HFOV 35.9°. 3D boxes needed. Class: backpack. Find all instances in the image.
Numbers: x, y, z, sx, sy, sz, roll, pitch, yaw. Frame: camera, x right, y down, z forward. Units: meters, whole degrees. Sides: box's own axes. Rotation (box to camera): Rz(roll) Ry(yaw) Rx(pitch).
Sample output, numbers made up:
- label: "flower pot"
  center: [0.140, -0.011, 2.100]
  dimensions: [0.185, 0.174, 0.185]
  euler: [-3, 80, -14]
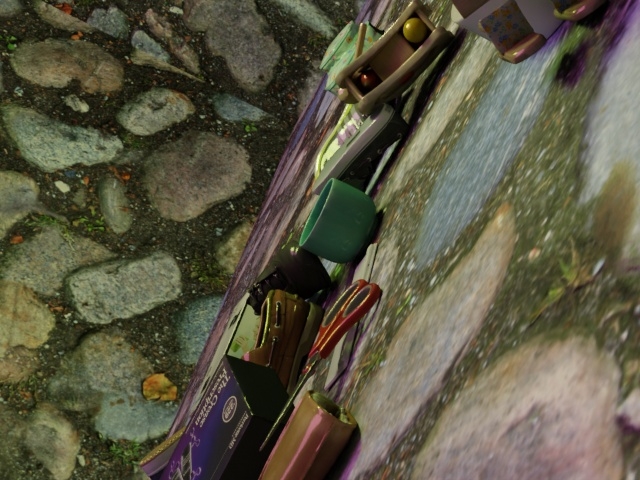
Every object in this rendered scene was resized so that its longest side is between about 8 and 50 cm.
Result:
- label: "backpack"
  center: [0.081, -0.453, 2.519]
  dimensions: [0.166, 0.144, 0.188]
  euler: [-39, 29, 59]

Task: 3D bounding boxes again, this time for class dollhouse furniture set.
- label: "dollhouse furniture set"
  center: [0.225, -0.325, 0.988]
  dimensions: [0.242, 0.212, 0.161]
  euler: [-37, 13, 8]

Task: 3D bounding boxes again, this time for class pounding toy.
- label: "pounding toy"
  center: [0.094, -0.330, 1.744]
  dimensions: [0.269, 0.155, 0.154]
  euler: [-45, -10, 37]

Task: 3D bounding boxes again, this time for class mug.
- label: "mug"
  center: [0.035, -0.030, 1.656]
  dimensions: [0.129, 0.097, 0.157]
  euler: [-63, 7, 13]

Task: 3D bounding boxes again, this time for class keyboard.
- label: "keyboard"
  center: [0.047, 0.109, 1.473]
  dimensions: [0.256, 0.014, 0.072]
  euler: [-72, 6, -46]

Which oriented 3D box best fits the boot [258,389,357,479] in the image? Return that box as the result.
- label: "boot"
  center: [-0.055, 0.315, 1.251]
  dimensions: [0.269, 0.089, 0.236]
  euler: [-63, 15, 0]

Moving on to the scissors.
- label: "scissors"
  center: [-0.010, 0.168, 1.371]
  dimensions: [0.297, 0.021, 0.109]
  euler: [-54, 17, -19]

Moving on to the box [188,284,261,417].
- label: "box"
  center: [-0.185, 0.262, 2.196]
  dimensions: [0.289, 0.087, 0.169]
  euler: [-68, 9, -28]

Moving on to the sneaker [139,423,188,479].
- label: "sneaker"
  center: [-0.167, 0.376, 1.778]
  dimensions: [0.282, 0.153, 0.099]
  euler: [-35, 0, -11]

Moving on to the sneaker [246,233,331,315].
- label: "sneaker"
  center: [-0.066, 0.081, 1.798]
  dimensions: [0.130, 0.109, 0.286]
  euler: [-32, -11, -19]

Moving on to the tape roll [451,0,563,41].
- label: "tape roll"
  center: [0.271, -0.374, 1.209]
  dimensions: [0.286, 0.100, 0.286]
  euler: [-61, 8, 16]

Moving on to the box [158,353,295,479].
- label: "box"
  center: [-0.140, 0.333, 1.484]
  dimensions: [0.261, 0.103, 0.184]
  euler: [-63, 29, 12]

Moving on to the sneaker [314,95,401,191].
- label: "sneaker"
  center: [0.078, -0.199, 1.893]
  dimensions: [0.121, 0.111, 0.299]
  euler: [-21, 48, 66]

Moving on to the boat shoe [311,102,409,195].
- label: "boat shoe"
  center: [0.075, -0.150, 1.790]
  dimensions: [0.228, 0.076, 0.080]
  euler: [-47, 15, 27]

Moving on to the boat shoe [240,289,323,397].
- label: "boat shoe"
  center: [-0.095, 0.227, 1.668]
  dimensions: [0.110, 0.105, 0.307]
  euler: [-50, 18, 56]
